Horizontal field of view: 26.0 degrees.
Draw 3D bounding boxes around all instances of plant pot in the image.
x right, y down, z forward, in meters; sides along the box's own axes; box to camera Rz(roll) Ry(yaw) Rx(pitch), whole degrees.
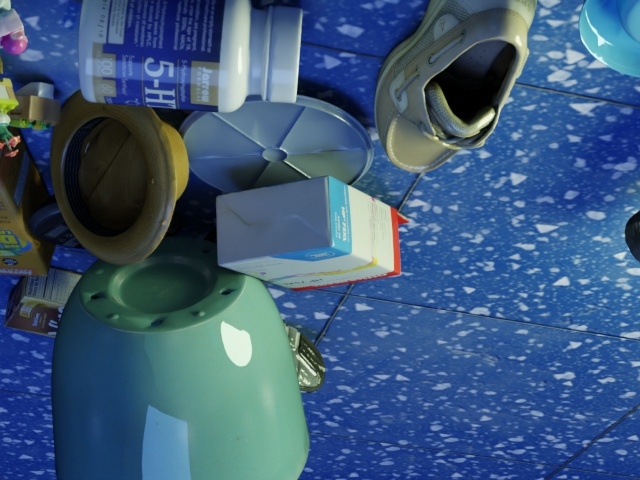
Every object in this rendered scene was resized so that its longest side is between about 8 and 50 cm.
[{"bbox_3d":[-0.163,0.139,1.526,0.293,0.293,0.235,0,123,6],"label":"plant pot"}]

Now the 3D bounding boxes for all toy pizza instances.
[{"bbox_3d":[-0.046,-0.100,1.416,0.201,0.032,0.201,2,151,1],"label":"toy pizza"}]

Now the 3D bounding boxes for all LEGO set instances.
[{"bbox_3d":[-0.305,-0.113,1.245,0.132,0.107,0.287,-19,168,-6],"label":"LEGO set"}]

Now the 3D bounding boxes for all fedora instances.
[{"bbox_3d":[-0.192,-0.070,1.398,0.194,0.194,0.079,-26,174,43],"label":"fedora"}]

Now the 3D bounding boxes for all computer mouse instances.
[{"bbox_3d":[-0.235,-0.008,1.585,0.262,0.060,0.184,12,148,-40],"label":"computer mouse"}]

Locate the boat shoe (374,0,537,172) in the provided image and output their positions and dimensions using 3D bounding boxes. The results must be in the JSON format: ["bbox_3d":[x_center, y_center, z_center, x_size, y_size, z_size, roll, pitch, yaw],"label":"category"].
[{"bbox_3d":[0.117,-0.134,1.263,0.109,0.098,0.302,10,151,-11],"label":"boat shoe"}]

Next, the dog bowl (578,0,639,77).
[{"bbox_3d":[0.357,-0.214,1.117,0.297,0.074,0.166,-6,151,15],"label":"dog bowl"}]

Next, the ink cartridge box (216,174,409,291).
[{"bbox_3d":[0.000,0.000,1.489,0.134,0.078,0.231,-10,166,24],"label":"ink cartridge box"}]

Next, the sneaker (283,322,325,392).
[{"bbox_3d":[-0.113,0.151,1.850,0.228,0.086,0.132,26,150,-18],"label":"sneaker"}]

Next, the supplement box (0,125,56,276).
[{"bbox_3d":[-0.349,-0.044,1.506,0.078,0.080,0.233,3,154,6],"label":"supplement box"}]

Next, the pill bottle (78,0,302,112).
[{"bbox_3d":[-0.111,-0.169,1.212,0.186,0.112,0.112,4,152,-1],"label":"pill bottle"}]

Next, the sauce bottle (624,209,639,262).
[{"bbox_3d":[0.417,-0.069,1.339,0.111,0.111,0.344,12,150,-16],"label":"sauce bottle"}]

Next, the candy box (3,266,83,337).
[{"bbox_3d":[-0.301,0.091,1.778,0.186,0.053,0.109,16,150,-19],"label":"candy box"}]
